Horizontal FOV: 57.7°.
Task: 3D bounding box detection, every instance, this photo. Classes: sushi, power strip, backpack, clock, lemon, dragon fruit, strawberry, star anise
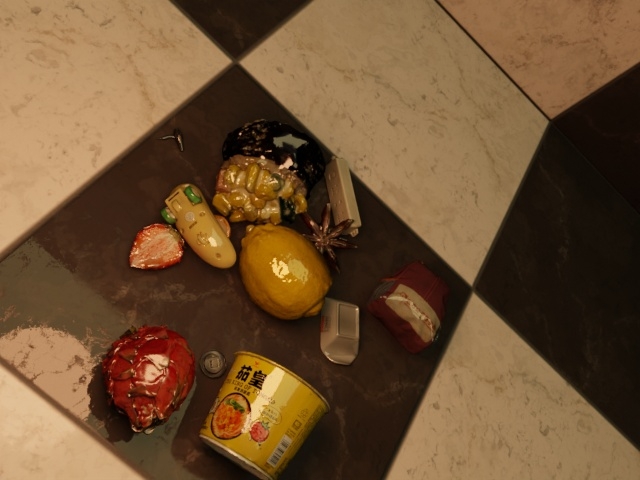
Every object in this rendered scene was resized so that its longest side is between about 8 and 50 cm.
[{"bbox_3d":[-0.167,-0.190,1.881,0.328,0.328,0.285,56,39,-53],"label":"sushi"},{"bbox_3d":[0.080,-0.176,2.205,0.058,0.098,0.338,2,67,-35],"label":"power strip"},{"bbox_3d":[0.340,0.222,2.129,0.283,0.197,0.317,47,48,-4],"label":"backpack"},{"bbox_3d":[-0.325,0.373,1.756,0.085,0.017,0.085,13,63,-27],"label":"clock"},{"bbox_3d":[-0.119,0.103,1.854,0.316,0.285,0.285,19,58,0],"label":"lemon"},{"bbox_3d":[-0.458,0.366,1.553,0.244,0.244,0.299,16,53,-25],"label":"dragon fruit"},{"bbox_3d":[-0.499,0.032,1.765,0.187,0.082,0.146,-39,86,-31],"label":"strawberry"},{"bbox_3d":[-0.001,0.000,2.071,0.288,0.088,0.288,2,84,-18],"label":"star anise"}]

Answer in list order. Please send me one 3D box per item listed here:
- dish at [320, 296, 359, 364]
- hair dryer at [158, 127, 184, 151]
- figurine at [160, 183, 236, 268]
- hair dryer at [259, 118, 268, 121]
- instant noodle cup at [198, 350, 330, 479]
[{"bbox_3d":[0.081,0.309,2.009,0.154,0.064,0.234,14,63,-27],"label":"dish"},{"bbox_3d":[-0.505,-0.336,1.966,0.083,0.031,0.079,-12,84,-21],"label":"hair dryer"},{"bbox_3d":[-0.365,-0.044,1.823,0.124,0.222,0.324,-40,74,6],"label":"figurine"},{"bbox_3d":[-0.181,-0.306,2.136,0.206,0.075,0.237,32,63,-24],"label":"hair dryer"},{"bbox_3d":[-0.169,0.502,1.630,0.325,0.325,0.254,38,64,-12],"label":"instant noodle cup"}]
